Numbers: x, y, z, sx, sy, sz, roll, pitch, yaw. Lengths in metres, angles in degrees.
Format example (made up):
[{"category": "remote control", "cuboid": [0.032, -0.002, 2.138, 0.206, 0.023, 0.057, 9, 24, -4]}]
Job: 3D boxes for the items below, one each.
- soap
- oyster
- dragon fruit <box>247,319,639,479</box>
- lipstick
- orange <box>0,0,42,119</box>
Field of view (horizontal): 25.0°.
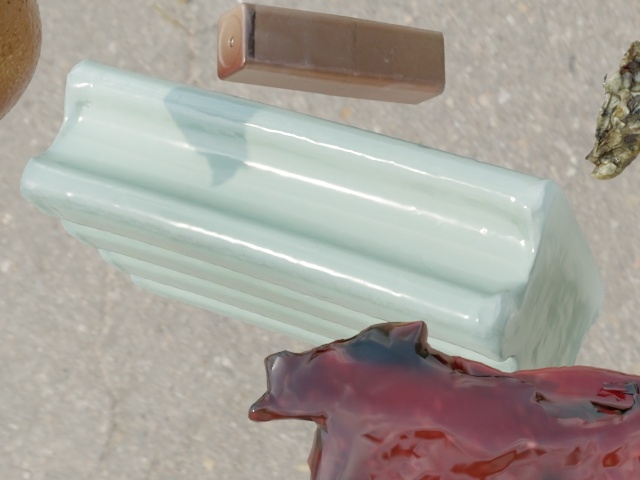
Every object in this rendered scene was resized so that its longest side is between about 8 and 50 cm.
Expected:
[{"category": "soap", "cuboid": [0.000, 0.000, 0.742, 0.265, 0.160, 0.088, 16, 75, 26]}, {"category": "oyster", "cuboid": [0.302, -0.122, 1.380, 0.051, 0.103, 0.148, 44, 129, 31]}, {"category": "dragon fruit", "cuboid": [0.116, 0.180, 0.489, 0.282, 0.100, 0.344, 6, 111, 5]}, {"category": "lipstick", "cuboid": [0.008, -0.118, 0.920, 0.045, 0.145, 0.045, -18, 71, 60]}, {"category": "orange", "cuboid": [-0.321, -0.166, 1.152, 0.206, 0.206, 0.206, -9, 67, 23]}]
